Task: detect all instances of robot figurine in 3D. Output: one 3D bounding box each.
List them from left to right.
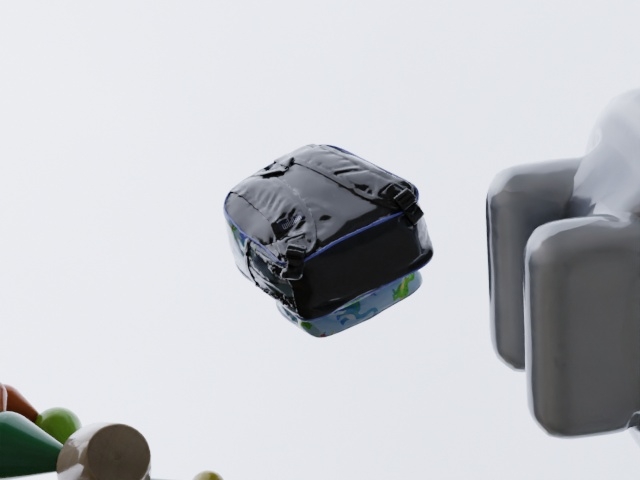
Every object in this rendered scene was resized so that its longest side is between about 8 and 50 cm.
[{"bbox_3d":[0.266,0.007,1.015,0.354,0.300,0.199,-8,-61,-7],"label":"robot figurine"}]

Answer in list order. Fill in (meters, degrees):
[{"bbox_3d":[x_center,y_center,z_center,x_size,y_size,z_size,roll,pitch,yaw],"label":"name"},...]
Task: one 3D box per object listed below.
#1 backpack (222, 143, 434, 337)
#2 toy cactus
[{"bbox_3d":[0.000,0.000,1.194,0.105,0.114,0.084,-28,-53,-21],"label":"backpack"},{"bbox_3d":[-0.130,0.136,1.077,0.219,0.180,0.112,33,-110,-4],"label":"toy cactus"}]
